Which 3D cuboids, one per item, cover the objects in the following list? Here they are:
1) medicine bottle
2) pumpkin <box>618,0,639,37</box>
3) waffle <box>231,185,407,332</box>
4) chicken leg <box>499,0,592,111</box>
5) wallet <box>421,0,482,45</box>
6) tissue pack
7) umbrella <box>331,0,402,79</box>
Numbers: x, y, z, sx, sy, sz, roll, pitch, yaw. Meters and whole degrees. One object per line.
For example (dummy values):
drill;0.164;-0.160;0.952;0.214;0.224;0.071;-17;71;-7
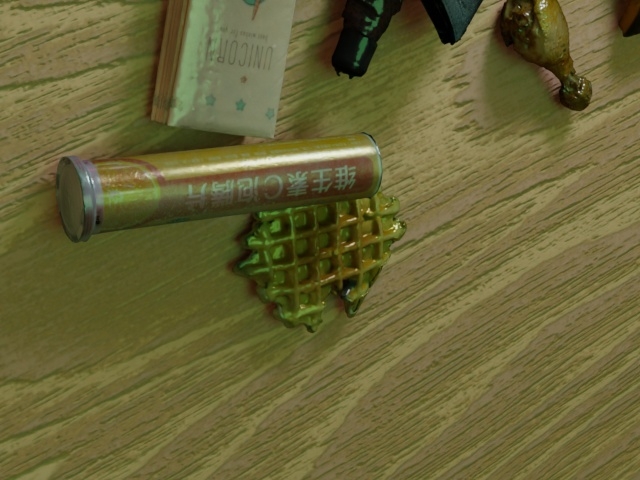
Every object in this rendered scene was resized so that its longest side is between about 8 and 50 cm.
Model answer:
medicine bottle;-0.122;-0.080;1.673;0.425;0.108;0.108;-9;108;-28
pumpkin;0.596;-0.478;2.108;0.290;0.095;0.258;-21;118;-26
waffle;0.001;0.001;1.843;0.250;0.056;0.261;38;81;-36
chicken leg;0.362;-0.293;2.002;0.251;0.087;0.107;47;67;-40
wallet;0.236;-0.472;1.824;0.379;0.046;0.191;-61;141;-22
tissue pack;-0.115;-0.302;1.665;0.170;0.071;0.326;2;103;-39
umbrella;0.088;-0.379;1.780;0.090;0.094;0.326;44;69;-81
